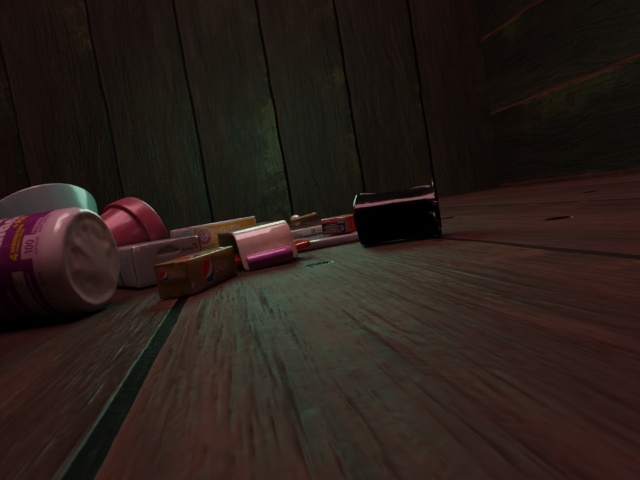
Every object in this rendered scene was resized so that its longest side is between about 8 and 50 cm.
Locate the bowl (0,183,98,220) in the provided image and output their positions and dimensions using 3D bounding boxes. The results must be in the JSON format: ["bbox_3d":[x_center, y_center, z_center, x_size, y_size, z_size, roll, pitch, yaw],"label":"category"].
[{"bbox_3d":[-0.725,0.012,1.303,0.311,0.163,0.311,-35,-20,-15],"label":"bowl"}]

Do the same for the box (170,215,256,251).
[{"bbox_3d":[-0.277,0.004,1.288,0.203,0.103,0.114,-14,6,-43],"label":"box"}]

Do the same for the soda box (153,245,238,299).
[{"bbox_3d":[-0.210,0.052,0.842,0.061,0.058,0.181,-8,5,15],"label":"soda box"}]

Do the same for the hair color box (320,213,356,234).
[{"bbox_3d":[0.066,-0.046,1.296,0.072,0.043,0.141,-5,6,28],"label":"hair color box"}]

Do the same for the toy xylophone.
[{"bbox_3d":[-0.127,0.000,1.106,0.236,0.081,0.323,-14,6,-11],"label":"toy xylophone"}]

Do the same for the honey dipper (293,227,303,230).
[{"bbox_3d":[-0.128,-0.012,1.678,0.161,0.030,0.030,-12,3,22],"label":"honey dipper"}]

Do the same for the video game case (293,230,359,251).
[{"bbox_3d":[0.000,0.000,1.264,0.201,0.023,0.183,-11,5,-12],"label":"video game case"}]

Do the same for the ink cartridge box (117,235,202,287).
[{"bbox_3d":[-0.370,0.046,1.058,0.153,0.086,0.208,-12,5,-39],"label":"ink cartridge box"}]

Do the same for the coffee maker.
[{"bbox_3d":[0.162,-0.057,1.030,0.178,0.120,0.171,-9,5,16],"label":"coffee maker"}]

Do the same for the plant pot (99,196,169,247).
[{"bbox_3d":[-0.508,0.016,1.194,0.201,0.201,0.180,-6,21,36],"label":"plant pot"}]

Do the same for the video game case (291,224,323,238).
[{"bbox_3d":[-0.108,-0.008,1.461,0.206,0.026,0.227,-12,-1,-28],"label":"video game case"}]

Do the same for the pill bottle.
[{"bbox_3d":[-0.499,0.050,0.770,0.302,0.169,0.169,-9,5,7],"label":"pill bottle"}]
